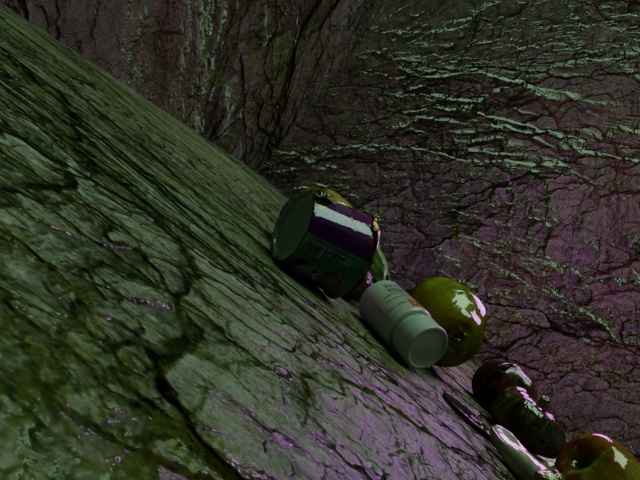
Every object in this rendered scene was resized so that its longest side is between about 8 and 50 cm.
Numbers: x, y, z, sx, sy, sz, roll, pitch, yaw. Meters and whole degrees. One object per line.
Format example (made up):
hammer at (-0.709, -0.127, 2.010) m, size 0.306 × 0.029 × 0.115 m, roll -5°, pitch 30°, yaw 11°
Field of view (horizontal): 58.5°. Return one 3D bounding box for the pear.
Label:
pear at (0.369, 0.245, 1.736) m, size 0.269 × 0.269 × 0.321 m, roll 39°, pitch -5°, yaw -5°

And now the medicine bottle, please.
medicine bottle at (0.213, 0.219, 1.509) m, size 0.144 × 0.145 × 0.252 m, roll 36°, pitch 6°, yaw -32°

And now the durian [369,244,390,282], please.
durian at (0.132, 0.081, 2.027) m, size 0.256 × 0.204 × 0.340 m, roll 55°, pitch -1°, yaw 15°

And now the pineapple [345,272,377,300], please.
pineapple at (0.122, 0.143, 1.796) m, size 0.125 × 0.125 × 0.251 m, roll 41°, pitch 0°, yaw 24°

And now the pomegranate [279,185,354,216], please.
pomegranate at (-0.003, -0.034, 1.728) m, size 0.260 × 0.260 × 0.260 m, roll 39°, pitch 4°, yaw -3°

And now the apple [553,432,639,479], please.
apple at (0.633, 0.547, 1.289) m, size 0.196 × 0.196 × 0.196 m, roll 39°, pitch 4°, yaw -3°

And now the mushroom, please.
mushroom at (0.430, 0.472, 1.213) m, size 0.084 × 0.071 × 0.209 m, roll 6°, pitch 15°, yaw -21°

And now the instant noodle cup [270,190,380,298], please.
instant noodle cup at (0.000, 0.000, 1.455) m, size 0.190 × 0.251 × 0.251 m, roll 26°, pitch 10°, yaw -27°

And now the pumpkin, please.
pumpkin at (0.586, 0.499, 1.611) m, size 0.219 × 0.162 × 0.219 m, roll 38°, pitch 9°, yaw -7°

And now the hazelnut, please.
hazelnut at (0.586, 0.474, 1.807) m, size 0.178 × 0.178 × 0.204 m, roll 35°, pitch 5°, yaw -41°

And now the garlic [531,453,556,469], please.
garlic at (0.577, 0.568, 1.415) m, size 0.152 × 0.066 × 0.084 m, roll 34°, pitch 5°, yaw -33°

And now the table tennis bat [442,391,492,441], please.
table tennis bat at (0.386, 0.450, 1.386) m, size 0.131 × 0.022 × 0.234 m, roll 36°, pitch 3°, yaw -46°
